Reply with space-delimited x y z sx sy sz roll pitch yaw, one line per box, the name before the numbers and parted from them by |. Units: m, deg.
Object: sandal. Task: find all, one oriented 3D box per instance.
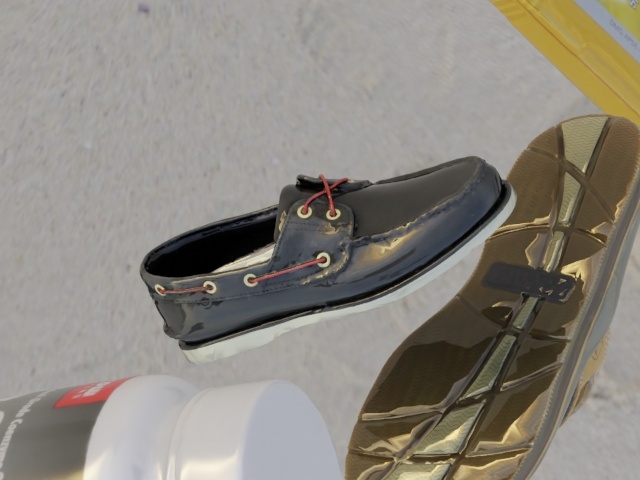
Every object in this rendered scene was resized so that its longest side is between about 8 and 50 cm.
sandal | 0.076 0.036 0.513 0.049 0.072 0.180 45 69 -46

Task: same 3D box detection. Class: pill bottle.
pill bottle | -0.139 0.165 0.813 0.283 0.161 0.161 -11 108 22

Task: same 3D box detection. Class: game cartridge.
game cartridge | 0.277 -0.267 1.285 0.323 0.052 0.285 36 61 -34

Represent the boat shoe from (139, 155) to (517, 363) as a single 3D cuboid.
boat shoe | 0.000 0.001 0.461 0.133 0.049 0.042 -21 113 23
